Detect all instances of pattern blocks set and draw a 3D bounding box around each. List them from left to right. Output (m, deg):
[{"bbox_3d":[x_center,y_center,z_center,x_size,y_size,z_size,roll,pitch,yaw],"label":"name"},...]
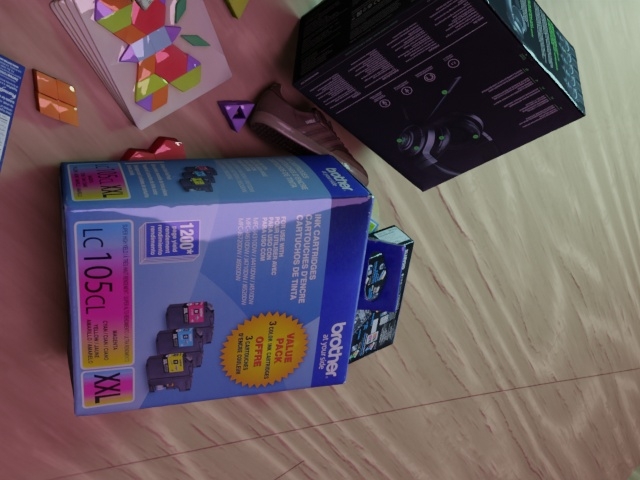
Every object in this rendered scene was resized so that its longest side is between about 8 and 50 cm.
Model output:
[{"bbox_3d":[-0.190,-0.224,0.840,0.285,0.026,0.325,-47,132,-8],"label":"pattern blocks set"}]

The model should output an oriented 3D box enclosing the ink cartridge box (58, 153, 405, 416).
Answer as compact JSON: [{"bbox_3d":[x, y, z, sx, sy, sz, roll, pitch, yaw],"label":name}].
[{"bbox_3d":[-0.100,0.043,0.902,0.396,0.151,0.269,-5,118,-21],"label":"ink cartridge box"}]

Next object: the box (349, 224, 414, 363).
[{"bbox_3d":[0.048,0.098,1.146,0.175,0.051,0.220,-20,134,-30],"label":"box"}]

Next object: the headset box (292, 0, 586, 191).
[{"bbox_3d":[0.152,-0.210,0.926,0.283,0.246,0.131,33,47,-34],"label":"headset box"}]

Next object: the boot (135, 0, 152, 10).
[{"bbox_3d":[-0.122,-0.292,0.758,0.213,0.077,0.165,40,89,-16],"label":"boot"}]

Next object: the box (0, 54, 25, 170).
[{"bbox_3d":[-0.359,-0.082,0.697,0.136,0.037,0.225,26,70,-62],"label":"box"}]

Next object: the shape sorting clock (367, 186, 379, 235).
[{"bbox_3d":[0.000,0.000,1.091,0.206,0.040,0.206,-26,138,-26],"label":"shape sorting clock"}]

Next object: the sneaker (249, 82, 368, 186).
[{"bbox_3d":[-0.002,-0.135,0.983,0.188,0.066,0.071,31,69,-29],"label":"sneaker"}]
